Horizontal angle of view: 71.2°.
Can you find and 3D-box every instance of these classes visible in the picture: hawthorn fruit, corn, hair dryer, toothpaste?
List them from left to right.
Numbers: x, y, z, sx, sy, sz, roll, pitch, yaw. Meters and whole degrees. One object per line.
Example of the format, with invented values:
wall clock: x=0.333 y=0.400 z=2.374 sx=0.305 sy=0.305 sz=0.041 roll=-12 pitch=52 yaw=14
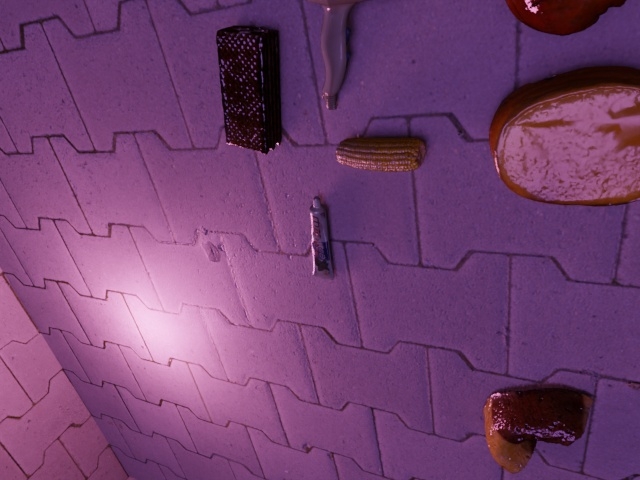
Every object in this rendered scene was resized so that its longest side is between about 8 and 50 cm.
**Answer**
toothpaste: x=0.000 y=0.000 z=1.055 sx=0.060 sy=0.038 sz=0.234 roll=12 pitch=128 yaw=24
hair dryer: x=0.090 y=-0.376 z=0.736 sx=0.295 sy=0.119 sz=0.298 roll=-4 pitch=134 yaw=26
corn: x=0.113 y=-0.166 z=0.853 sx=0.165 sy=0.085 sz=0.063 roll=10 pitch=141 yaw=28
hawthorn fruit: x=0.309 y=-0.369 z=0.551 sx=0.185 sy=0.185 sz=0.202 roll=-23 pitch=104 yaw=37

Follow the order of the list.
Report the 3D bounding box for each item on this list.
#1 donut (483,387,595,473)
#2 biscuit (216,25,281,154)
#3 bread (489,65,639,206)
donut: x=0.467 y=0.429 z=1.033 sx=0.151 sy=0.112 sz=0.295 roll=31 pitch=129 yaw=4
biscuit: x=-0.141 y=-0.300 z=0.912 sx=0.106 sy=0.070 sz=0.252 roll=17 pitch=127 yaw=20
bread: x=0.392 y=-0.151 z=0.669 sx=0.269 sy=0.143 sz=0.196 roll=1 pitch=118 yaw=26
